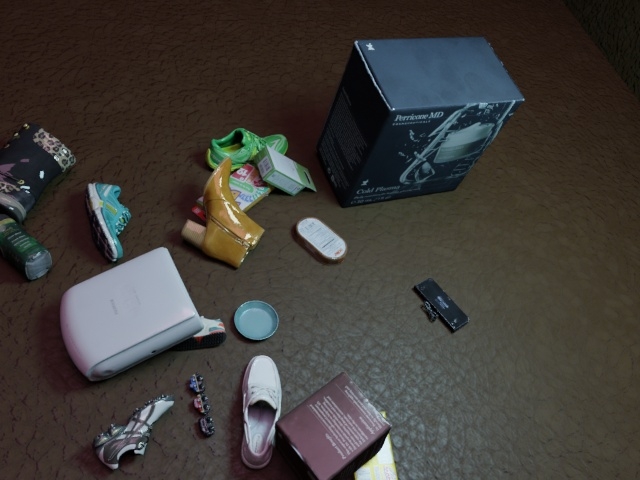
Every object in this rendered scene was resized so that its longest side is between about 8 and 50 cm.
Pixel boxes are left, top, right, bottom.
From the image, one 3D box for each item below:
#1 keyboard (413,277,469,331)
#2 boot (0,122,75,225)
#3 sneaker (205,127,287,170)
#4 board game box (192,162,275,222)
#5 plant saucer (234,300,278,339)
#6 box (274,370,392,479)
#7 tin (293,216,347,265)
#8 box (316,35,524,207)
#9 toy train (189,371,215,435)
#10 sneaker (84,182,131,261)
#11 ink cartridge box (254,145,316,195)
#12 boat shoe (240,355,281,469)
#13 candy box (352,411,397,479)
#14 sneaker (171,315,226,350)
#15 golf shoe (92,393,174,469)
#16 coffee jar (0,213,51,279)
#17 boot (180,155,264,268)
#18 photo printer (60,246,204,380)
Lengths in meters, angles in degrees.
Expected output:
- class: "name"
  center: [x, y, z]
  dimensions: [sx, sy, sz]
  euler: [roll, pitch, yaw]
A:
- class: "keyboard"
  center: [0.354, 0.196, 1.651]
  dimensions: [0.108, 0.023, 0.180]
  euler: [-22, 59, -36]
- class: "boot"
  center: [-0.931, -0.229, 1.564]
  dimensions: [0.377, 0.138, 0.284]
  euler: [27, 51, 2]
- class: "sneaker"
  center: [-0.235, -0.308, 1.828]
  dimensions: [0.295, 0.124, 0.109]
  euler: [-17, 58, -27]
- class: "board game box"
  center: [-0.273, -0.139, 1.734]
  dimensions: [0.124, 0.039, 0.259]
  euler: [37, 59, 14]
- class: "plant saucer"
  center: [-0.174, 0.219, 1.487]
  dimensions: [0.119, 0.021, 0.120]
  euler: [8, 50, -10]
- class: "box"
  center: [0.024, 0.443, 1.245]
  dimensions: [0.203, 0.167, 0.168]
  euler: [-31, 61, -24]
- class: "tin"
  center: [0.000, 0.000, 1.703]
  dimensions: [0.189, 0.040, 0.106]
  euler: [41, 57, 17]
- class: "box"
  center: [0.295, -0.380, 1.789]
  dimensions: [0.479, 0.472, 0.298]
  euler: [-10, 61, -22]
- class: "toy train"
  center: [-0.286, 0.392, 1.316]
  dimensions: [0.036, 0.027, 0.158]
  euler: [-15, 57, -12]
- class: "sneaker"
  center: [-0.592, -0.064, 1.553]
  dimensions: [0.109, 0.107, 0.275]
  euler: [-4, 53, -30]
- class: "ink cartridge box"
  center: [-0.113, -0.217, 1.801]
  dimensions: [0.209, 0.062, 0.109]
  euler: [23, 36, -48]
- class: "boat shoe"
  center: [-0.137, 0.391, 1.310]
  dimensions: [0.098, 0.096, 0.277]
  euler: [5, 51, -11]
- class: "candy box"
  center: [0.122, 0.518, 1.323]
  dimensions: [0.105, 0.027, 0.206]
  euler: [3, 52, -13]
- class: "sneaker"
  center: [-0.326, 0.235, 1.420]
  dimensions: [0.161, 0.057, 0.075]
  euler: [-3, 35, -15]
- class: "golf shoe"
  center: [-0.404, 0.428, 1.232]
  dimensions: [0.198, 0.077, 0.094]
  euler: [-33, 77, -26]
- class: "coffee jar"
  center: [-0.793, 0.014, 1.434]
  dimensions: [0.184, 0.096, 0.079]
  euler: [36, 49, 14]
- class: "boot"
  center: [-0.257, -0.081, 1.619]
  dimensions: [0.211, 0.104, 0.295]
  euler: [25, 77, -4]
- class: "photo printer"
  center: [-0.474, 0.180, 1.346]
  dimensions: [0.307, 0.107, 0.256]
  euler: [-25, 57, -14]
